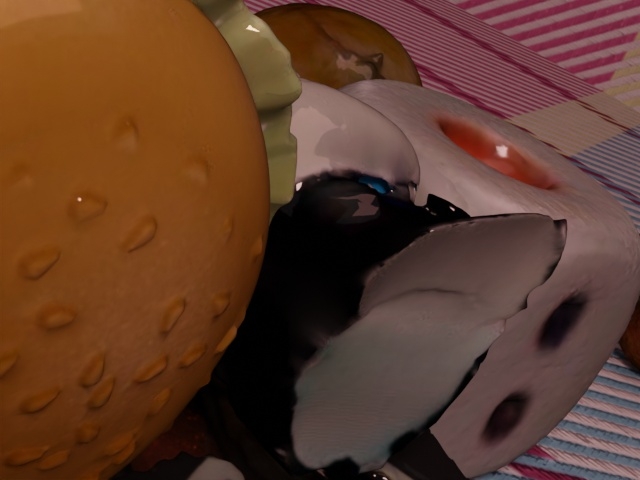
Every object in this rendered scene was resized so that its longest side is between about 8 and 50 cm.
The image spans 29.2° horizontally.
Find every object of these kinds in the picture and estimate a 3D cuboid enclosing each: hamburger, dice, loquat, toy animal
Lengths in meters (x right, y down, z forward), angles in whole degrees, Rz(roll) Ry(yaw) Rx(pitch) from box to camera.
[{"bbox_3d":[-0.138,-0.016,0.408,0.274,0.274,0.212,8,39,-41],"label":"hamburger"},{"bbox_3d":[0.066,0.023,0.762,0.194,0.192,0.193,4,30,-49],"label":"dice"},{"bbox_3d":[-0.005,-0.107,1.006,0.179,0.179,0.227,16,21,-29],"label":"loquat"},{"bbox_3d":[0.000,0.000,0.569,0.179,0.166,0.138,48,4,29],"label":"toy animal"}]

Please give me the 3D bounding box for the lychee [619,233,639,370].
[{"bbox_3d":[0.305,0.064,1.072,0.114,0.101,0.140,-40,81,-24],"label":"lychee"}]

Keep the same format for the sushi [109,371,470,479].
[{"bbox_3d":[-0.099,0.088,0.587,0.292,0.059,0.294,-9,49,-42],"label":"sushi"}]
